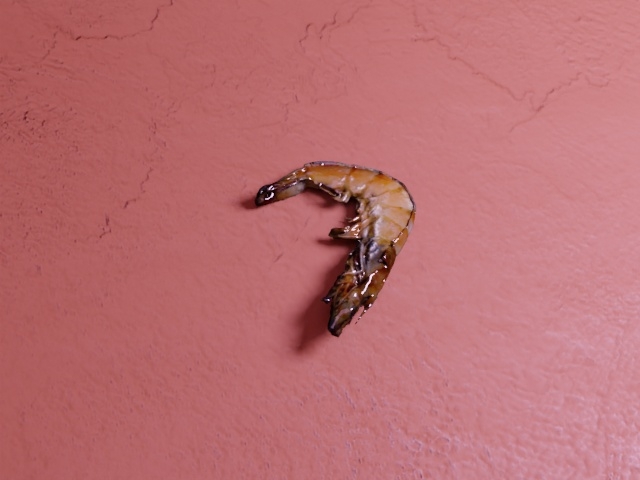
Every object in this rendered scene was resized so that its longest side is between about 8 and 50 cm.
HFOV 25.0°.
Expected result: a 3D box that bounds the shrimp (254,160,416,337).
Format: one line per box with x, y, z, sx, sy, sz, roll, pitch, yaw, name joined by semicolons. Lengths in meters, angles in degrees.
0.000;-0.002;1.333;0.148;0.035;0.195;22;53;7;shrimp
